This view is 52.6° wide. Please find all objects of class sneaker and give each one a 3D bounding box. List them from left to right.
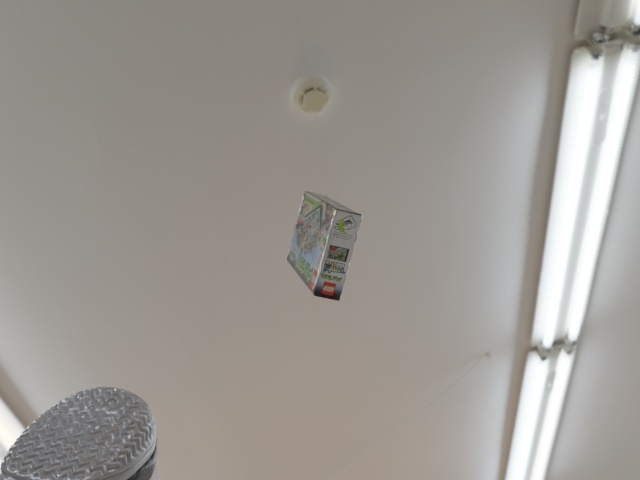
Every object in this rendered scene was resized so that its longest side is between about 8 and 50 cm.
[{"bbox_3d":[-0.245,0.314,0.526,0.137,0.366,0.210,13,-47,25],"label":"sneaker"}]

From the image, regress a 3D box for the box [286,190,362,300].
[{"bbox_3d":[0.000,0.000,0.894,0.036,0.207,0.114,13,-83,-15],"label":"box"}]
